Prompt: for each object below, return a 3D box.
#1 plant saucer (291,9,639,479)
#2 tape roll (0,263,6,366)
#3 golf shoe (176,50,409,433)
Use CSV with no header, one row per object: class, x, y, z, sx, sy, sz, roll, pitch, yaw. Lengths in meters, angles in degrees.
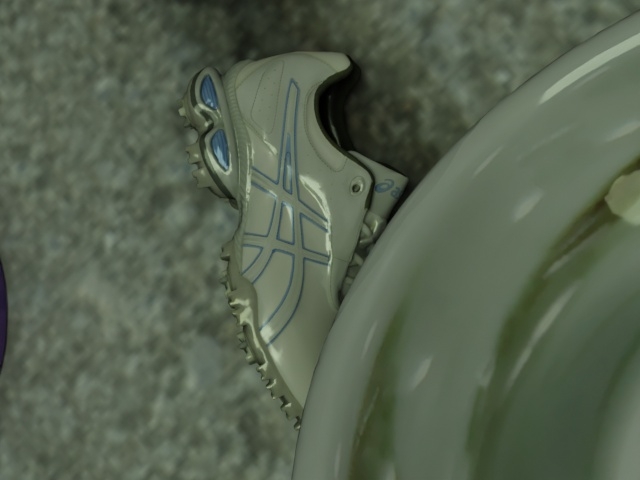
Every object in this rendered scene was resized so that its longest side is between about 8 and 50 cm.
plant saucer,0.185,0.074,0.614,0.400,0.100,0.400,-17,49,21
tape roll,-0.248,0.037,0.825,0.189,0.080,0.189,-2,84,20
golf shoe,0.000,0.000,0.753,0.086,0.069,0.176,-17,80,10
